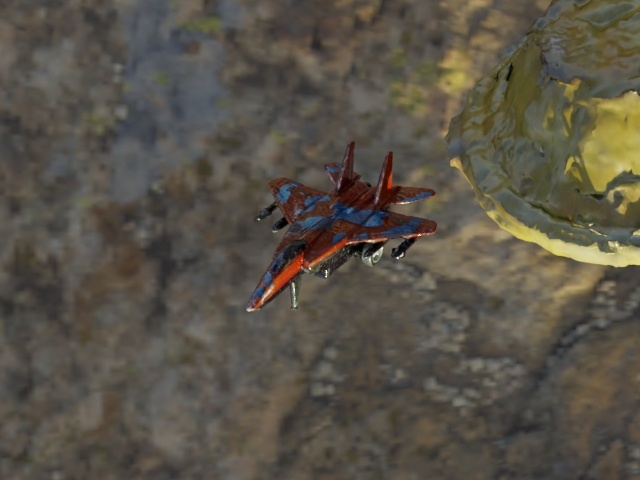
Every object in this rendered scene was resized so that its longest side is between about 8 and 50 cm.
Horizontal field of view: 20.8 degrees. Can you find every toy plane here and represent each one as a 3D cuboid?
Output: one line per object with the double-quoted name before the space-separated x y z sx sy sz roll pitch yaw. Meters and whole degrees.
"toy plane" 0.000 0.003 1.179 0.130 0.189 0.061 18 135 22

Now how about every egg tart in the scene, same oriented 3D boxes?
"egg tart" 0.258 -0.123 1.286 0.341 0.132 0.341 -13 41 11
